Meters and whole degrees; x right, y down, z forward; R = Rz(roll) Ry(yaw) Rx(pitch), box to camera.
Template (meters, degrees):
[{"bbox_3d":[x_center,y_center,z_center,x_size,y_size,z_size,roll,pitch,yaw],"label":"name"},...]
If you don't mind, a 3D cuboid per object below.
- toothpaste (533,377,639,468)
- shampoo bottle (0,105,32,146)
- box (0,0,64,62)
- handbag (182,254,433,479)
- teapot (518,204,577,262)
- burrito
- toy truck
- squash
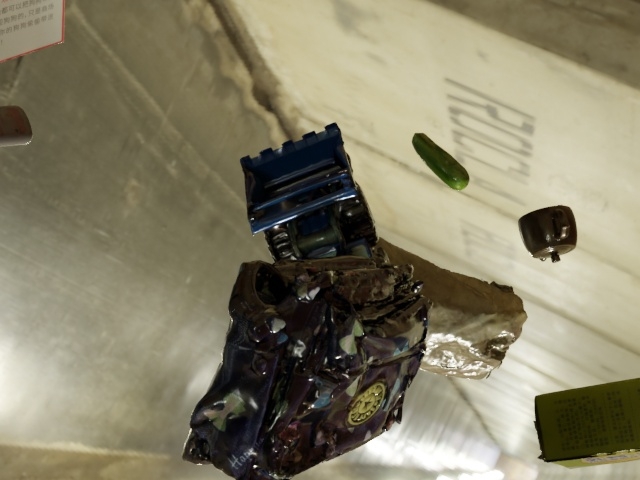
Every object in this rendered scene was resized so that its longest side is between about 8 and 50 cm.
[{"bbox_3d":[0.402,0.184,0.966,0.110,0.327,0.077,28,52,-57],"label":"toothpaste"},{"bbox_3d":[-0.603,-0.203,1.614,0.165,0.080,0.040,-12,163,-47],"label":"shampoo bottle"},{"bbox_3d":[-0.603,-0.459,1.396,0.314,0.300,0.312,-35,152,-42],"label":"box"},{"bbox_3d":[0.002,0.087,0.680,0.260,0.113,0.162,-1,109,-62],"label":"handbag"},{"bbox_3d":[0.312,-0.005,1.212,0.121,0.076,0.068,103,-22,-71],"label":"teapot"},{"bbox_3d":[0.111,0.092,1.201,0.175,0.348,0.107,-59,-161,23],"label":"burrito"},{"bbox_3d":[0.000,0.000,0.888,0.126,0.113,0.208,-67,135,-80],"label":"toy truck"},{"bbox_3d":[0.116,-0.080,0.893,0.027,0.089,0.027,-23,138,-22],"label":"squash"}]
